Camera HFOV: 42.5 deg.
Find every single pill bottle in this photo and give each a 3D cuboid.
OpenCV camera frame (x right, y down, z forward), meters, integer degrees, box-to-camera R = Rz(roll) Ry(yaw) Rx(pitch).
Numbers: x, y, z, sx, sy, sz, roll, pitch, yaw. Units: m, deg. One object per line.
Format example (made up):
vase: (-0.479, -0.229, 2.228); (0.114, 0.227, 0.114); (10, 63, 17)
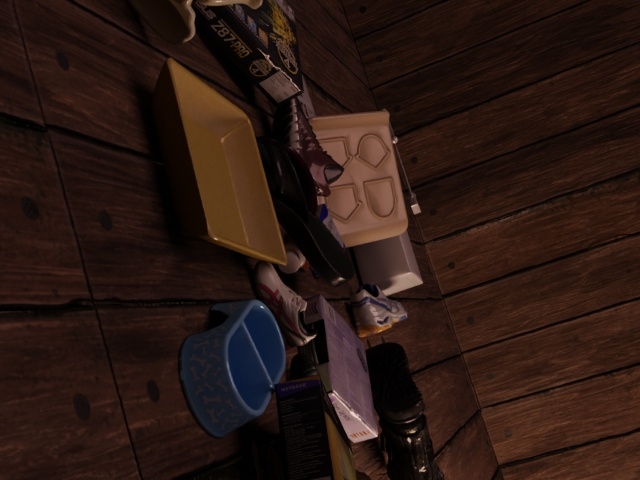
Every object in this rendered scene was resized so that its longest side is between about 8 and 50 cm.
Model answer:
pill bottle: (-0.060, 0.026, 1.785); (0.116, 0.065, 0.065); (-71, 138, -65)

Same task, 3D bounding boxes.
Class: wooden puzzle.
wooden puzzle: (0.081, -0.162, 2.198); (0.322, 0.081, 0.347); (-12, 96, -40)

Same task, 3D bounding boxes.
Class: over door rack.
over door rack: (0.126, -0.198, 2.351); (0.108, 0.240, 0.324); (39, 33, -73)

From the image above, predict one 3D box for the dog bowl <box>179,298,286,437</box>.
dog bowl: (-0.131, 0.193, 1.329); (0.297, 0.074, 0.165); (-59, 127, -71)

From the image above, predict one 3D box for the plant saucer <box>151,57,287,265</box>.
plant saucer: (-0.193, -0.119, 1.497); (0.333, 0.081, 0.332); (26, 46, -67)

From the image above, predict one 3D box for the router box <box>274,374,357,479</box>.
router box: (0.008, 0.401, 1.364); (0.308, 0.081, 0.242); (70, 8, -54)

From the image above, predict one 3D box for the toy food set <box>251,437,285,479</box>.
toy food set: (-0.051, 0.401, 1.401); (0.192, 0.039, 0.132); (36, 37, -63)

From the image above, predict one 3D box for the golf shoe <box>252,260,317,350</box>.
golf shoe: (-0.068, 0.119, 1.610); (0.186, 0.086, 0.067); (66, 17, -6)

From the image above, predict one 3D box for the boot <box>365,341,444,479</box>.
boot: (0.186, 0.427, 1.982); (0.348, 0.131, 0.260); (-105, 179, -67)

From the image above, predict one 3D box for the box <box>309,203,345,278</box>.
box: (0.000, 0.000, 2.006); (0.137, 0.072, 0.126); (63, 16, -20)

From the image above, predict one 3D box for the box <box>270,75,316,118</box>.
box: (-0.084, -0.392, 2.244); (0.232, 0.059, 0.321); (16, 56, -70)

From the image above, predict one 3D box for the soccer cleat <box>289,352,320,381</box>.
soccer cleat: (-0.031, 0.295, 1.564); (0.072, 0.060, 0.178); (41, 35, -57)

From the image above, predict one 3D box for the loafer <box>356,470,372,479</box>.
loafer: (0.130, 0.596, 1.590); (0.130, 0.134, 0.365); (-49, 118, -72)

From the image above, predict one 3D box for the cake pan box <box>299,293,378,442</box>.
cake pan box: (0.037, 0.280, 1.796); (0.267, 0.070, 0.245); (52, 22, -48)

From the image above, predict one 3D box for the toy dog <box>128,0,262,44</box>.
toy dog: (-0.234, -0.611, 1.590); (0.395, 0.284, 0.408); (34, 38, 4)

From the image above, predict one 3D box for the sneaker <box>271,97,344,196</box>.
sneaker: (-0.025, -0.223, 2.024); (0.163, 0.106, 0.281); (9, 64, -28)

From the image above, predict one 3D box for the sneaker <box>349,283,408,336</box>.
sneaker: (0.159, 0.174, 2.252); (0.296, 0.112, 0.130); (-6, 76, -74)

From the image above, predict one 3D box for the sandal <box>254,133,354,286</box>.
sandal: (-0.054, -0.105, 1.756); (0.445, 0.107, 0.167); (51, 21, -10)

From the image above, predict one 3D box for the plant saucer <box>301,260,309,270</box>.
plant saucer: (-0.050, 0.032, 1.909); (0.083, 0.013, 0.083); (-19, 90, -74)

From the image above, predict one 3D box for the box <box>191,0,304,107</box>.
box: (-0.191, -0.548, 1.934); (0.395, 0.097, 0.318); (41, 30, -44)

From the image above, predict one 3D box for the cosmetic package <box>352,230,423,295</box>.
cosmetic package: (0.171, -0.031, 2.465); (0.197, 0.155, 0.365); (35, 37, -70)
